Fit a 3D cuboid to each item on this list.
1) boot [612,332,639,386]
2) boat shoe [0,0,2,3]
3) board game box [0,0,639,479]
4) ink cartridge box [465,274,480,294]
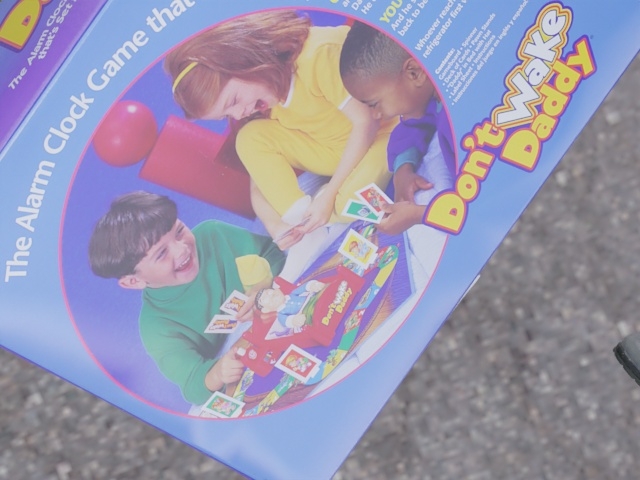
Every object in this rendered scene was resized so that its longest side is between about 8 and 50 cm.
[{"bbox_3d":[0.404,0.110,1.566,0.246,0.161,0.083,34,11,29],"label":"boot"},{"bbox_3d":[-0.277,-0.099,1.007,0.076,0.228,0.080,63,-5,19],"label":"boat shoe"},{"bbox_3d":[0.001,-0.082,0.730,0.233,0.078,0.347,34,93,-37],"label":"board game box"},{"bbox_3d":[0.000,0.000,1.731,0.130,0.272,0.309,10,43,-29],"label":"ink cartridge box"}]
